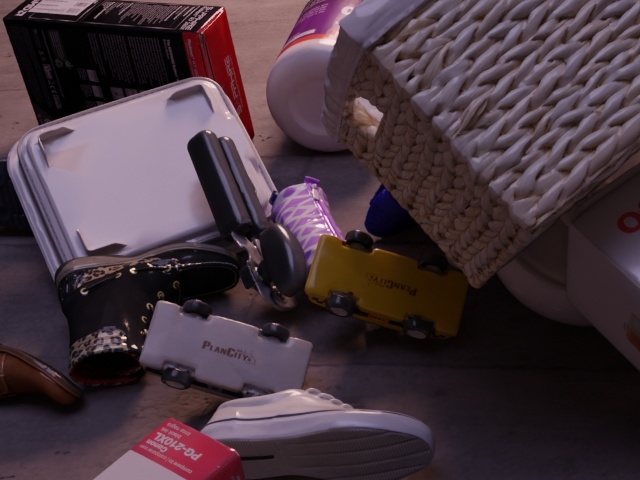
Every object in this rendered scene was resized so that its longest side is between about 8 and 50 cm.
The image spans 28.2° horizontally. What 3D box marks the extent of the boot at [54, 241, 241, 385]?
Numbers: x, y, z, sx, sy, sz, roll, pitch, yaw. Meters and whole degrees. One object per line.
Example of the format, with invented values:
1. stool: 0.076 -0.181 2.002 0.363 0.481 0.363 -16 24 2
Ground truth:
1. boot: -0.206 0.093 1.576 0.236 0.085 0.179 -5 41 -9

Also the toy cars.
1. toy cars: -0.017 0.102 1.492 0.393 0.087 0.176 -22 71 -16

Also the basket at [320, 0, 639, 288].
1. basket: 0.208 -0.167 1.288 0.331 0.328 0.266 -40 84 -10

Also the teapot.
1. teapot: 0.316 -0.001 1.495 0.252 0.187 0.256 -40 66 -9

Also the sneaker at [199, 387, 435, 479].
1. sneaker: -0.005 0.195 1.343 0.258 0.094 0.091 -1 38 15

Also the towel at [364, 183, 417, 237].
1. towel: 0.179 -0.106 1.603 0.227 0.308 0.076 -19 77 -14

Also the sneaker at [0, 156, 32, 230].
1. sneaker: -0.362 -0.083 1.875 0.319 0.112 0.131 0 18 5

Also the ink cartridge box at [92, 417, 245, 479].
1. ink cartridge box: -0.171 0.304 1.146 0.100 0.172 0.237 20 43 38

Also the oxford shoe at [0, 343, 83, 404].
1. oxford shoe: -0.375 0.165 1.530 0.212 0.076 0.076 16 71 29

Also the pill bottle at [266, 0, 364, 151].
1. pill bottle: 0.035 -0.288 1.997 0.181 0.181 0.323 0 34 14

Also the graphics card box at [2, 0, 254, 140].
1. graphics card box: -0.296 -0.253 1.984 0.371 0.233 0.094 7 40 26

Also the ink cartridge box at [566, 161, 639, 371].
1. ink cartridge box: 0.464 0.065 1.223 0.279 0.160 0.385 -33 57 -14

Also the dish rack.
1. dish rack: -0.236 -0.087 1.738 0.332 0.072 0.285 -20 65 -18

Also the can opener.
1. can opener: -0.087 -0.031 1.630 0.093 0.074 0.280 -40 58 21

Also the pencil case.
1. pencil case: 0.000 0.000 1.648 0.086 0.088 0.206 22 22 -31
